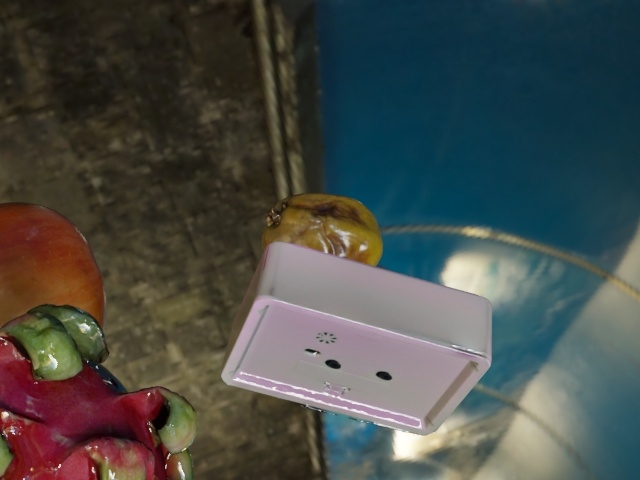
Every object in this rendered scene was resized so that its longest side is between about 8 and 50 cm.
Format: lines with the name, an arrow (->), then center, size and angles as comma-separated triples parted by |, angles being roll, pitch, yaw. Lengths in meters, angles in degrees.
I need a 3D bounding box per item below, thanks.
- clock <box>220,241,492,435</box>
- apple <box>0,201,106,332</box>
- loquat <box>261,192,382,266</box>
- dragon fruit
clock -> 0.028, 0.086, 1.037 | 0.150, 0.197, 0.063 | 116, -13, -52
apple -> -0.266, 0.061, 0.987 | 0.199, 0.199, 0.199 | 160, -90, -84
loquat -> 0.000, 0.000, 1.368 | 0.137, 0.137, 0.113 | -151, -98, -81
dragon fruit -> -0.196, 0.143, 0.704 | 0.218, 0.273, 0.198 | 37, 49, -36
